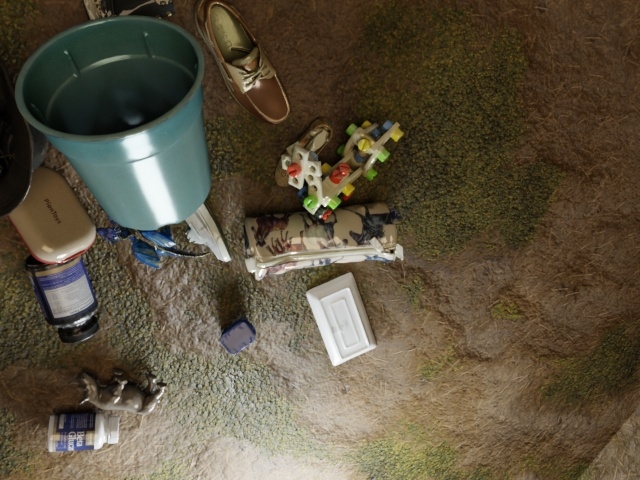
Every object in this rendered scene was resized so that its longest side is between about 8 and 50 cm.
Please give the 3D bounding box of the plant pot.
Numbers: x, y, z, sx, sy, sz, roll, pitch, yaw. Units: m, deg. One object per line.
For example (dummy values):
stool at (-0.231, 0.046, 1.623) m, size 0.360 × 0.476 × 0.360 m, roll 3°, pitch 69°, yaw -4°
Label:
plant pot at (-0.375, -0.215, 1.241) m, size 0.341 × 0.341 × 0.334 m, roll -19°, pitch 147°, yaw -10°

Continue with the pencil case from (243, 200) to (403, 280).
pencil case at (0.000, 0.000, 1.551) m, size 0.411 × 0.183 × 0.159 m, roll -7°, pitch 112°, yaw -14°

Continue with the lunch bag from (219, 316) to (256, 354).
lunch bag at (-0.220, 0.253, 1.642) m, size 0.098 × 0.065 × 0.067 m, roll -35°, pitch 100°, yaw -1°

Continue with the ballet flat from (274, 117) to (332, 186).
ballet flat at (-0.042, -0.218, 1.518) m, size 0.073 × 0.067 × 0.206 m, roll 32°, pitch 98°, yaw -22°

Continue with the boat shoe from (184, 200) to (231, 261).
boat shoe at (-0.300, -0.037, 1.507) m, size 0.081 × 0.079 × 0.227 m, roll -27°, pitch 109°, yaw 1°

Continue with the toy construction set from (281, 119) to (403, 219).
toy construction set at (0.044, -0.174, 1.459) m, size 0.328 × 0.151 × 0.215 m, roll -25°, pitch 161°, yaw -39°

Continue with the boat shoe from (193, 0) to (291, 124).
boat shoe at (-0.175, -0.402, 1.379) m, size 0.123 × 0.120 × 0.324 m, roll -37°, pitch 116°, yaw -1°

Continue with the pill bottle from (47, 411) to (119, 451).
pill bottle at (-0.618, 0.500, 1.592) m, size 0.170 × 0.094 × 0.094 m, roll 2°, pitch 109°, yaw -18°

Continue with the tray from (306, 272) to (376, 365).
tray at (0.067, 0.234, 1.743) m, size 0.145 × 0.030 × 0.270 m, roll -23°, pitch 115°, yaw -7°

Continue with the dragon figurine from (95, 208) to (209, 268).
dragon figurine at (-0.400, 0.006, 1.448) m, size 0.289 × 0.144 × 0.085 m, roll 34°, pitch 97°, yaw -25°

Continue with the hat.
hat at (-0.634, -0.219, 1.228) m, size 0.134 × 0.332 × 0.331 m, roll -24°, pitch 125°, yaw -55°

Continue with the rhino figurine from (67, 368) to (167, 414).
rhino figurine at (-0.536, 0.398, 1.593) m, size 0.244 × 0.073 × 0.106 m, roll 14°, pitch 102°, yaw -20°

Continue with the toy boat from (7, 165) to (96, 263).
toy boat at (-0.621, -0.051, 1.367) m, size 0.151 × 0.151 × 0.231 m, roll -32°, pitch 92°, yaw -39°

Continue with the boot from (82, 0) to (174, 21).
boot at (-0.393, -0.454, 1.313) m, size 0.179 × 0.085 × 0.236 m, roll -23°, pitch 116°, yaw -11°

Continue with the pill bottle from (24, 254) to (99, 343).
pill bottle at (-0.604, 0.128, 1.442) m, size 0.123 × 0.123 × 0.219 m, roll -15°, pitch 114°, yaw -12°
